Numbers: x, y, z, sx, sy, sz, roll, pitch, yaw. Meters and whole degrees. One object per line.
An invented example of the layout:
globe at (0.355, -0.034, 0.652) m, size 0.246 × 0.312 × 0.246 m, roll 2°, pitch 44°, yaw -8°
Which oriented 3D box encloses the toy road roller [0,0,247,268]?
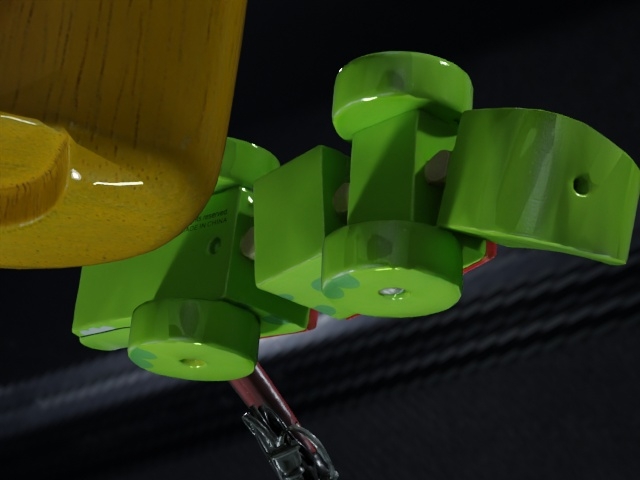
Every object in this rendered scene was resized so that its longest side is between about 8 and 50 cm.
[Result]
toy road roller at (-0.155, -0.065, 0.581) m, size 0.240 × 0.329 × 0.202 m, roll 12°, pitch -109°, yaw -12°

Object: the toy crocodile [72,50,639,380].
toy crocodile at (0.000, 0.000, 0.946) m, size 0.340 × 0.105 × 0.115 m, roll -19°, pitch -122°, yaw 41°

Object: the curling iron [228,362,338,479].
curling iron at (-0.069, 0.042, 1.162) m, size 0.035 × 0.068 × 0.274 m, roll -31°, pitch -103°, yaw -9°
